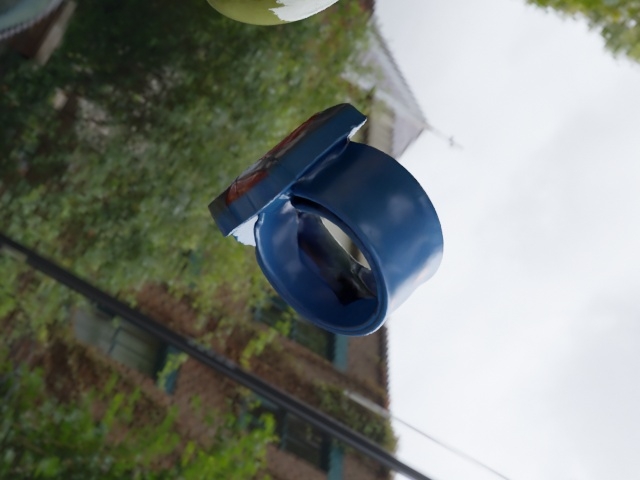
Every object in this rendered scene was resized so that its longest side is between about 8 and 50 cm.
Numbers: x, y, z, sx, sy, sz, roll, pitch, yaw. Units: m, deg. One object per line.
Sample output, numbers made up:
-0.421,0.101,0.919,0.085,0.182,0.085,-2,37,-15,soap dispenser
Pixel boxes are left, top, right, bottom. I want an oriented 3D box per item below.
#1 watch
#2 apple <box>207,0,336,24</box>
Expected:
0.000,0.000,1.542,0.241,0.274,0.305,-42,180,-33,watch
-0.073,-0.462,1.720,0.279,0.279,0.279,-50,-162,24,apple
